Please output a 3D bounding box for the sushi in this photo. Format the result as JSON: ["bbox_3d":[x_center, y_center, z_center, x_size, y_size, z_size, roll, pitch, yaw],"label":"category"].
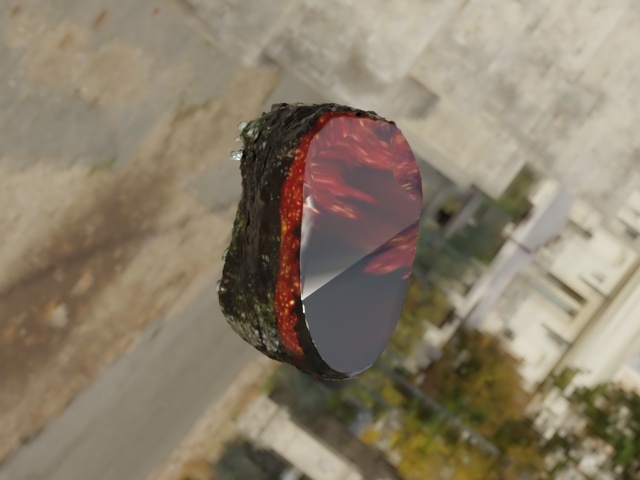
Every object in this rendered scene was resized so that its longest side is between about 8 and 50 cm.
[{"bbox_3d":[0.000,0.000,1.314,0.126,0.136,0.225,11,-82,61],"label":"sushi"}]
